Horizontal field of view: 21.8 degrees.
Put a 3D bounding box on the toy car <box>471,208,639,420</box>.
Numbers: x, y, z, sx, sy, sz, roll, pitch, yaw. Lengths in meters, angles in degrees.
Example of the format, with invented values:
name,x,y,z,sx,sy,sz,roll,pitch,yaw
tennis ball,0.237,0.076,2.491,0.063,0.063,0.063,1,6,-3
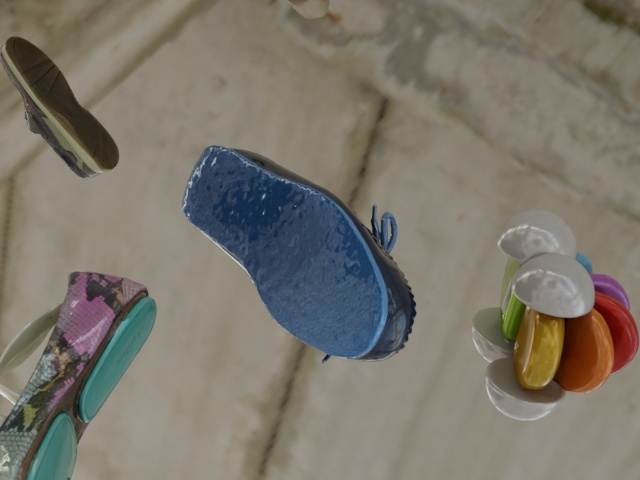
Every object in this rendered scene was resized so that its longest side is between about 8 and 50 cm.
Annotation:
name,x,y,z,sx,sy,sz,roll,pitch,yaw
toy car,0.222,0.070,1.522,0.136,0.182,0.159,6,-60,-9

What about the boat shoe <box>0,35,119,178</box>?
name,x,y,z,sx,sy,sz,roll,pitch,yaw
boat shoe,-0.251,-0.118,1.534,0.049,0.056,0.152,-30,-77,32

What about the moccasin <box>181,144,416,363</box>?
name,x,y,z,sx,sy,sz,roll,pitch,yaw
moccasin,0.000,0.000,1.498,0.138,0.117,0.342,-60,-141,14

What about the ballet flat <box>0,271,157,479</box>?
name,x,y,z,sx,sy,sz,roll,pitch,yaw
ballet flat,-0.177,0.106,1.041,0.079,0.221,0.077,14,-39,12

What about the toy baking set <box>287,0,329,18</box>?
name,x,y,z,sx,sy,sz,roll,pitch,yaw
toy baking set,0.017,-0.274,1.328,0.030,0.256,0.197,23,-83,7
